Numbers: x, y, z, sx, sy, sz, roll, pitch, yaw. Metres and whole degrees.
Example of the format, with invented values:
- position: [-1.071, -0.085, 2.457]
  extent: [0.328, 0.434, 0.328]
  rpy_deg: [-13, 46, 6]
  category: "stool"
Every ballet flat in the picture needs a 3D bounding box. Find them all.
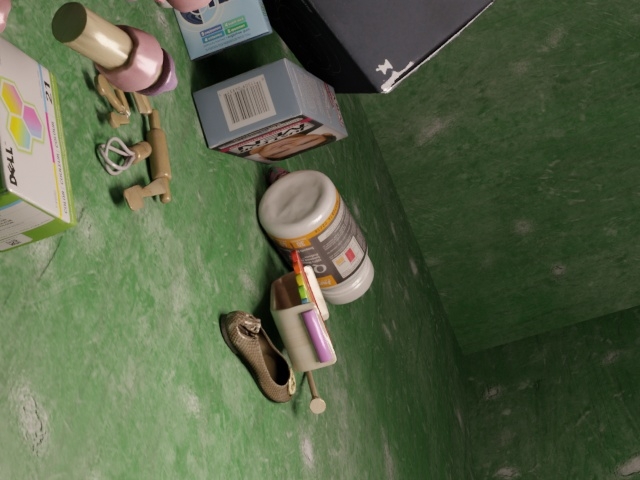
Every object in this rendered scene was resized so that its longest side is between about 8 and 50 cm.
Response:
- position: [-0.051, -0.082, 2.315]
  extent: [0.079, 0.077, 0.221]
  rpy_deg: [58, 0, 44]
  category: "ballet flat"
- position: [-0.089, 0.192, 1.809]
  extent: [0.250, 0.058, 0.084]
  rpy_deg: [58, 20, -45]
  category: "ballet flat"

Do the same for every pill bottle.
- position: [0.000, 0.000, 2.189]
  extent: [0.278, 0.162, 0.162]
  rpy_deg: [58, 20, -46]
  category: "pill bottle"

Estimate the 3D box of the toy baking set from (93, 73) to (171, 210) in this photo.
- position: [-0.271, -0.138, 1.578]
  extent: [0.197, 0.030, 0.256]
  rpy_deg: [37, 37, -63]
  category: "toy baking set"

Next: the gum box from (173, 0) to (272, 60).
- position: [-0.191, -0.442, 2.005]
  extent: [0.041, 0.157, 0.184]
  rpy_deg: [-34, 105, -77]
  category: "gum box"

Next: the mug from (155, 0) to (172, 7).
- position: [-0.254, -0.515, 1.548]
  extent: [0.328, 0.276, 0.374]
  rpy_deg: [-179, -107, -75]
  category: "mug"

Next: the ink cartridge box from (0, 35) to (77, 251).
- position: [-0.352, -0.116, 1.062]
  extent: [0.255, 0.097, 0.189]
  rpy_deg: [42, 33, -67]
  category: "ink cartridge box"

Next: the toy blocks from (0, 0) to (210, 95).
- position: [-0.229, -0.327, 1.189]
  extent: [0.260, 0.288, 0.309]
  rpy_deg: [24, 87, -64]
  category: "toy blocks"

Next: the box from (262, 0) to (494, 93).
- position: [0.024, -0.555, 2.156]
  extent: [0.480, 0.297, 0.472]
  rpy_deg: [51, -3, -14]
  category: "box"

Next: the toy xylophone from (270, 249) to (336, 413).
- position: [-0.023, 0.164, 1.982]
  extent: [0.323, 0.081, 0.236]
  rpy_deg: [-104, 174, -71]
  category: "toy xylophone"

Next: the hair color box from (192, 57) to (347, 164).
- position: [-0.085, -0.239, 2.105]
  extent: [0.374, 0.185, 0.114]
  rpy_deg: [0, 72, -76]
  category: "hair color box"
